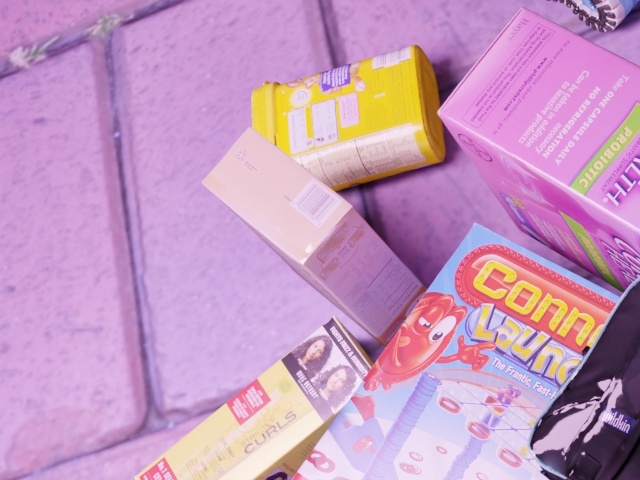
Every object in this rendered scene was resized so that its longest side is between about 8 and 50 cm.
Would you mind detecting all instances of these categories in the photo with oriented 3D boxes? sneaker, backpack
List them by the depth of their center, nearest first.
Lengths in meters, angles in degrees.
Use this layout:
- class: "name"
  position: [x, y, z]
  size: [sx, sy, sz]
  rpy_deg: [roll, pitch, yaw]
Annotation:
- class: "backpack"
  position: [0.265, 0.116, 1.173]
  size: [0.166, 0.144, 0.188]
  rpy_deg: [28, 93, 35]
- class: "sneaker"
  position: [0.244, -0.259, 1.563]
  size: [0.073, 0.063, 0.162]
  rpy_deg: [-35, 56, -16]

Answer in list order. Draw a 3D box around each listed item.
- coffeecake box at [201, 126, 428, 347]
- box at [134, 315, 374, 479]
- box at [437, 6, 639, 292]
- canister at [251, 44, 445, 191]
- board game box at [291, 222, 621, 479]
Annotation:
- class: "coffeecake box"
  position: [0.000, 0.000, 1.458]
  size: [0.068, 0.185, 0.142]
  rpy_deg: [-49, 54, -4]
- class: "box"
  position: [-0.048, 0.175, 1.468]
  size: [0.232, 0.058, 0.087]
  rpy_deg: [-39, 54, 4]
- class: "box"
  position: [0.249, -0.044, 1.337]
  size: [0.243, 0.213, 0.117]
  rpy_deg: [34, 82, 35]
- class: "canister"
  position: [0.027, -0.109, 1.575]
  size: [0.170, 0.073, 0.126]
  rpy_deg: [-15, 59, 18]
- class: "board game box"
  position: [0.167, 0.181, 1.333]
  size: [0.308, 0.086, 0.302]
  rpy_deg: [29, 79, 35]
